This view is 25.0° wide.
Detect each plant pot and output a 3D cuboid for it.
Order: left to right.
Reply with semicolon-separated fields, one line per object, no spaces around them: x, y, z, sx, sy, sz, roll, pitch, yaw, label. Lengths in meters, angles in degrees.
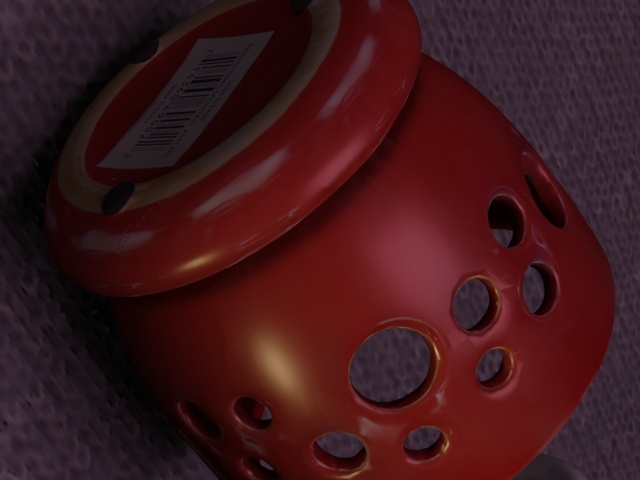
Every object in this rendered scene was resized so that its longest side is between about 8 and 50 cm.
0.000;0.000;0.585;0.174;0.191;0.191;53;58;-33;plant pot

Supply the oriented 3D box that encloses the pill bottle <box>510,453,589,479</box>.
0.150;0.196;0.833;0.160;0.087;0.087;45;63;-39;pill bottle
